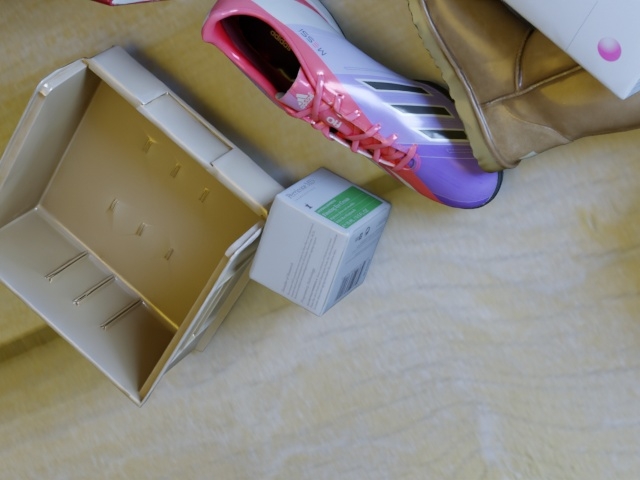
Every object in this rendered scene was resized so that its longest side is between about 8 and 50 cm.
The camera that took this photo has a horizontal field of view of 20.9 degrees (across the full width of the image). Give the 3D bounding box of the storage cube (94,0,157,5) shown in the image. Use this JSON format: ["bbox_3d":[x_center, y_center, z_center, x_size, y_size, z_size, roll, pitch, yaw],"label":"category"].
[{"bbox_3d":[-0.211,-0.331,1.608,0.193,0.215,0.183,18,107,22],"label":"storage cube"}]

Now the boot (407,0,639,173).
[{"bbox_3d":[0.230,-0.196,1.508,0.270,0.089,0.236,-19,103,31],"label":"boot"}]

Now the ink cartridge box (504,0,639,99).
[{"bbox_3d":[0.206,-0.330,1.349,0.324,0.071,0.330,43,134,15],"label":"ink cartridge box"}]

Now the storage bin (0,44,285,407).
[{"bbox_3d":[-0.198,-0.019,1.783,0.262,0.123,0.260,41,128,9],"label":"storage bin"}]

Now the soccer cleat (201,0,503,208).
[{"bbox_3d":[0.026,-0.127,1.624,0.318,0.116,0.108,40,124,8],"label":"soccer cleat"}]

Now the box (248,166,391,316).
[{"bbox_3d":[0.000,0.000,1.704,0.087,0.101,0.102,28,120,17],"label":"box"}]
